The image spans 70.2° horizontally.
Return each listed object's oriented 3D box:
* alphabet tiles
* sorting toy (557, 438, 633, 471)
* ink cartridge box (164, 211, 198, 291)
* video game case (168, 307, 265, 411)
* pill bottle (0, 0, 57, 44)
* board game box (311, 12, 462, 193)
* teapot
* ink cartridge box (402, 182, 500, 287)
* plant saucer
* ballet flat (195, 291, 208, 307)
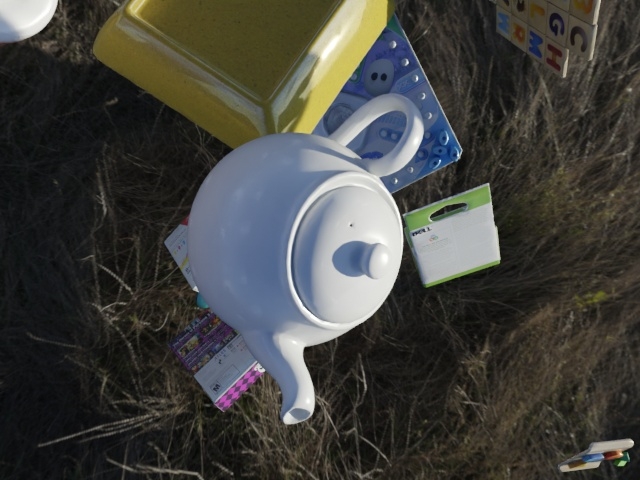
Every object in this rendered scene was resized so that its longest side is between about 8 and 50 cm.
[{"bbox_3d":[0.355,-0.450,0.767,0.011,0.343,0.285,-21,136,2],"label":"alphabet tiles"},{"bbox_3d":[0.304,0.230,0.484,0.083,0.012,0.062,2,134,-16],"label":"sorting toy"},{"bbox_3d":[-0.257,0.033,1.085,0.128,0.127,0.176,-46,56,5],"label":"ink cartridge box"},{"bbox_3d":[-0.156,0.178,0.880,0.232,0.210,0.042,-43,131,-19],"label":"video game case"},{"bbox_3d":[-0.366,-0.251,0.448,0.121,0.216,0.121,-18,113,-50],"label":"pill bottle"},{"bbox_3d":[0.044,-0.253,0.974,0.389,0.050,0.390,-27,105,18],"label":"board game box"},{"bbox_3d":[0.000,0.000,0.479,0.252,0.187,0.256,-25,112,-34],"label":"teapot"},{"bbox_3d":[0.287,-0.029,1.022,0.188,0.097,0.255,-20,133,8],"label":"ink cartridge box"},{"bbox_3d":[-0.104,-0.319,0.639,0.332,0.081,0.333,33,83,1],"label":"plant saucer"},{"bbox_3d":[-0.311,0.104,1.274,0.074,0.074,0.203,17,130,-9],"label":"ballet flat"}]
